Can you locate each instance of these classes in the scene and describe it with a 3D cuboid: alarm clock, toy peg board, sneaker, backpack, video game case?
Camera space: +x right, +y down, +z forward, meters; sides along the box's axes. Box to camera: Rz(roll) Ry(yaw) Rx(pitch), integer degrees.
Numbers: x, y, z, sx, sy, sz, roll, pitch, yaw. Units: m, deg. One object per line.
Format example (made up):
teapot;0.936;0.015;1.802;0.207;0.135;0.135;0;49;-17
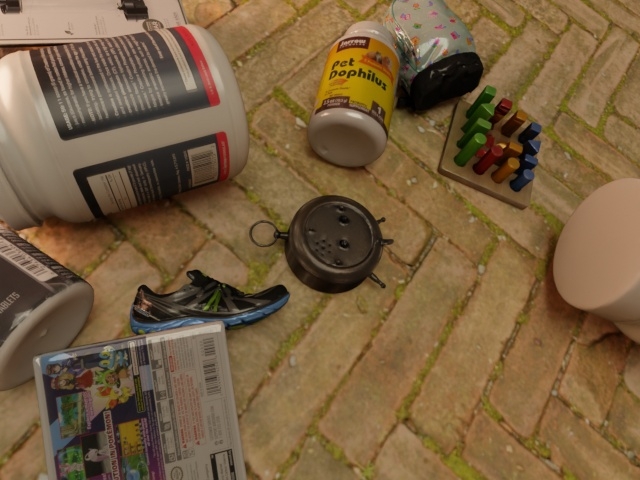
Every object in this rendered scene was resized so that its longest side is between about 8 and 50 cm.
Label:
alarm clock;0.000;0.000;0.600;0.192;0.064;0.129;6;66;-8
toy peg board;0.297;-0.161;0.731;0.160;0.079;0.161;23;64;-3
sneaker;-0.128;0.070;0.532;0.188;0.067;0.078;-4;74;-12
backpack;0.178;-0.326;0.754;0.151;0.115;0.182;-21;71;-18
video game case;-0.177;0.198;0.457;0.183;0.023;0.201;-8;88;-17

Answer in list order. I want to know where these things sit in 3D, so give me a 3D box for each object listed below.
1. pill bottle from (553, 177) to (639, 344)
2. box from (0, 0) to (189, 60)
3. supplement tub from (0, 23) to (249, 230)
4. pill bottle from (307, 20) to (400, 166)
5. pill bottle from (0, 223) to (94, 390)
pill bottle;0.556;0.069;0.614;0.392;0.224;0.224;20;64;-5
box;-0.337;-0.293;0.611;0.289;0.087;0.169;-13;66;-23
supplement tub;-0.239;-0.133;0.524;0.272;0.191;0.191;-21;73;-21
pill bottle;0.057;-0.229;0.679;0.117;0.117;0.215;16;64;-7
pill bottle;-0.375;0.033;0.453;0.245;0.130;0.130;33;63;2
